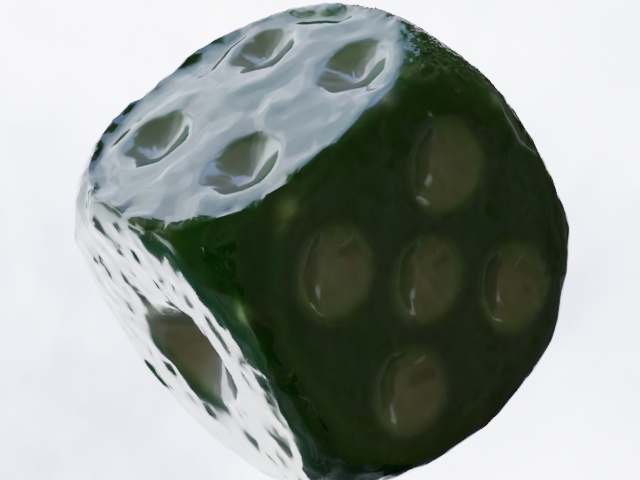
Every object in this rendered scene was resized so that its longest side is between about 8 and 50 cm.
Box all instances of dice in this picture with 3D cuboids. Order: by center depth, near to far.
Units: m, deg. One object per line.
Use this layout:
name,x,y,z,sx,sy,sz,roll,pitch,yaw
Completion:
dice,0.000,0.000,1.333,0.300,0.297,0.287,-41,-58,-20
